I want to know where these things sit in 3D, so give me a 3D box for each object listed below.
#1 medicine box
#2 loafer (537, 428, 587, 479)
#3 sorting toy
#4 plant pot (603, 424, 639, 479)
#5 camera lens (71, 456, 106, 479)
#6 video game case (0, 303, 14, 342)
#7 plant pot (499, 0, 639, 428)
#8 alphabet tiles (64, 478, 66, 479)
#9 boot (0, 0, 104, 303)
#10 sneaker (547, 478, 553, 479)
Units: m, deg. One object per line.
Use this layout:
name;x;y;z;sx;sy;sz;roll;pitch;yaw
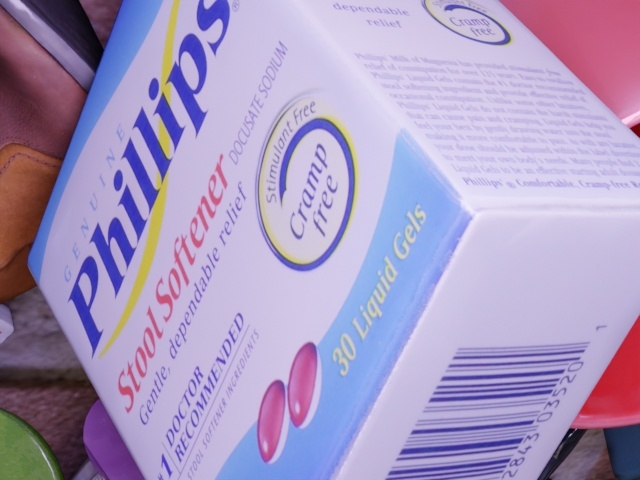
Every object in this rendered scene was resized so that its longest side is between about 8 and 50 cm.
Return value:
medicine box;0.000;0.000;0.830;0.149;0.289;0.263;0;128;-37
loafer;0.167;0.180;1.350;0.170;0.062;0.061;-42;154;1
sorting toy;-0.228;0.171;1.146;0.365;0.127;0.126;-23;179;21
plant pot;0.302;0.066;1.151;0.165;0.166;0.234;-11;171;-11
camera lens;-0.058;0.262;1.192;0.219;0.274;0.219;-15;130;-19
video game case;-0.368;0.051;1.054;0.204;0.025;0.285;-37;135;17
plant pot;0.172;-0.067;0.980;0.275;0.243;0.275;-11;137;-10
alphabet tiles;-0.202;0.309;1.343;0.285;0.011;0.342;-38;133;1
boot;-0.239;-0.034;0.968;0.280;0.096;0.264;-28;147;5
sneaker;0.088;0.265;1.414;0.262;0.104;0.125;-26;133;-8
